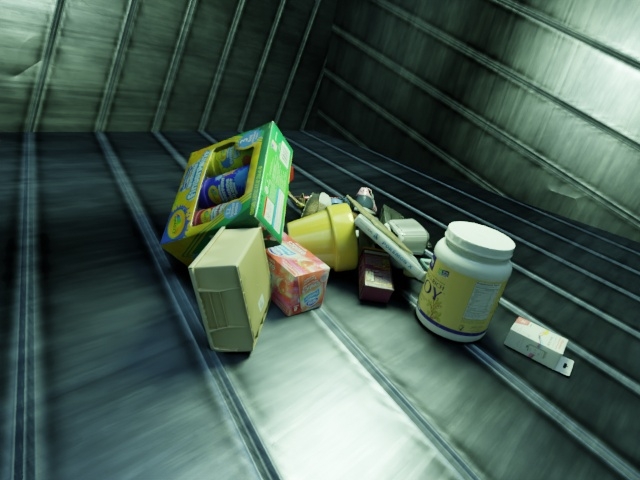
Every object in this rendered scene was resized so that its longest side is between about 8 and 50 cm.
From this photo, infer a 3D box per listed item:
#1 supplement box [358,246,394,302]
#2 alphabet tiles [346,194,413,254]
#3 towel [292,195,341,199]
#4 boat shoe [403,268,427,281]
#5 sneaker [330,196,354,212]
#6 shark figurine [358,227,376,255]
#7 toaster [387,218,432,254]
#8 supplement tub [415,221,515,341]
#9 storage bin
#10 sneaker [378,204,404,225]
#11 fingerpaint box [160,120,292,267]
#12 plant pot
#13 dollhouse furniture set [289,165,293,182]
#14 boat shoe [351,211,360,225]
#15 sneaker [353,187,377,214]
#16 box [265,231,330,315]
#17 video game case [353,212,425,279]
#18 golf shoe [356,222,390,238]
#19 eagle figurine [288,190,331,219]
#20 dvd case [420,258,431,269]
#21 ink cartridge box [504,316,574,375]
[{"bbox_3d":[0.194,0.121,1.465,0.104,0.081,0.188,10,44,-6],"label":"supplement box"},{"bbox_3d":[0.230,-0.065,1.630,0.285,0.011,0.342,38,10,-20],"label":"alphabet tiles"},{"bbox_3d":[0.002,-0.217,2.178,0.274,0.031,0.198,0,4,-24],"label":"towel"},{"bbox_3d":[0.400,0.133,1.638,0.132,0.049,0.042,17,32,23],"label":"boat shoe"},{"bbox_3d":[0.100,-0.181,2.043,0.081,0.091,0.232,-18,-21,22],"label":"sneaker"},{"bbox_3d":[0.186,0.055,1.698,0.116,0.166,0.278,-15,45,2],"label":"shark figurine"},{"bbox_3d":[0.390,-0.013,1.867,0.146,0.129,0.227,0,29,-16],"label":"toaster"},{"bbox_3d":[0.464,0.130,1.325,0.240,0.332,0.241,9,24,-4],"label":"supplement tub"},{"bbox_3d":[-0.228,0.126,1.128,0.123,0.261,0.262,-4,23,7],"label":"storage bin"},{"bbox_3d":[0.363,-0.104,2.087,0.130,0.109,0.286,20,26,3],"label":"sneaker"},{"bbox_3d":[-0.308,-0.162,1.412,0.370,0.163,0.445,-14,50,22],"label":"fingerpaint box"},{"bbox_3d":[0.000,0.000,1.547,0.238,0.254,0.254,-8,26,-5],"label":"plant pot"},{"bbox_3d":[-0.195,-0.143,1.689,0.152,0.202,0.374,18,41,17],"label":"dollhouse furniture set"},{"bbox_3d":[0.162,-0.105,2.038,0.206,0.073,0.073,5,16,-34],"label":"boat shoe"},{"bbox_3d":[0.248,-0.206,2.148,0.112,0.131,0.319,10,5,10],"label":"sneaker"},{"bbox_3d":[-0.124,0.097,1.362,0.142,0.154,0.300,-11,33,-38],"label":"box"},{"bbox_3d":[0.252,0.006,1.529,0.300,0.036,0.329,41,10,1],"label":"video game case"},{"bbox_3d":[0.236,-0.047,1.876,0.198,0.094,0.077,5,13,34],"label":"golf shoe"},{"bbox_3d":[-0.031,-0.098,1.804,0.226,0.225,0.298,12,11,-24],"label":"eagle figurine"},{"bbox_3d":[0.506,0.107,1.788,0.119,0.013,0.087,6,24,-14],"label":"dvd case"},{"bbox_3d":[0.709,0.335,1.310,0.198,0.067,0.115,27,28,31],"label":"ink cartridge box"}]
